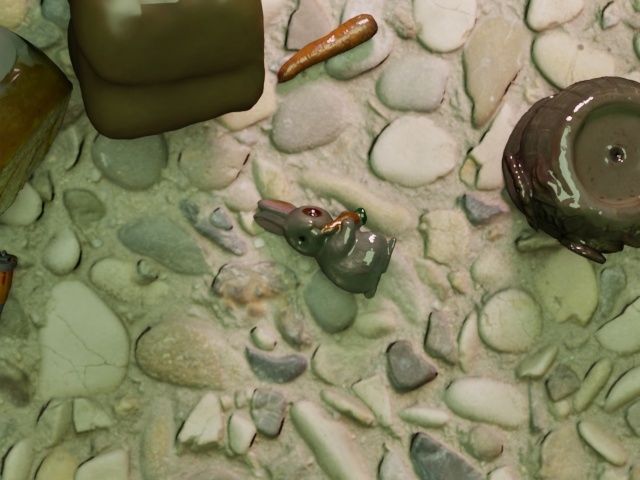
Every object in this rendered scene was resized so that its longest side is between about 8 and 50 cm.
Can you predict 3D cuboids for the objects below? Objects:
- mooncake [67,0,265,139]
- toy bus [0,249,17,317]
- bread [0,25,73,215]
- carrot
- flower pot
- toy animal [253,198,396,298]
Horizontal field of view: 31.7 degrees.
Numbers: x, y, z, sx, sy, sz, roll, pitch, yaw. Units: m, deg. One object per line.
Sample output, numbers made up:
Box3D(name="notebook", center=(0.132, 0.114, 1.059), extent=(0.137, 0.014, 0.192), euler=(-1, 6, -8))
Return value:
Box3D(name="mooncake", center=(-0.245, -0.382, 1.615), extent=(0.262, 0.467, 0.467), euler=(-11, 90, -11))
Box3D(name="toy bus", center=(-0.577, 0.069, 1.722), extent=(0.209, 0.126, 0.136), euler=(8, 96, -8))
Box3D(name="bread", center=(-0.542, -0.147, 1.599), extent=(0.239, 0.264, 0.395), euler=(32, 59, -2))
Box3D(name="carrot", center=(0.009, -0.315, 1.855), extent=(0.191, 0.047, 0.047), euler=(-30, 93, -7))
Box3D(name="flower pot", center=(0.440, -0.111, 1.828), extent=(0.301, 0.213, 0.302), euler=(0, 88, -8))
Box3D(name="toy animal", center=(0.006, 0.001, 1.815), extent=(0.236, 0.108, 0.138), euler=(17, 87, -7))
